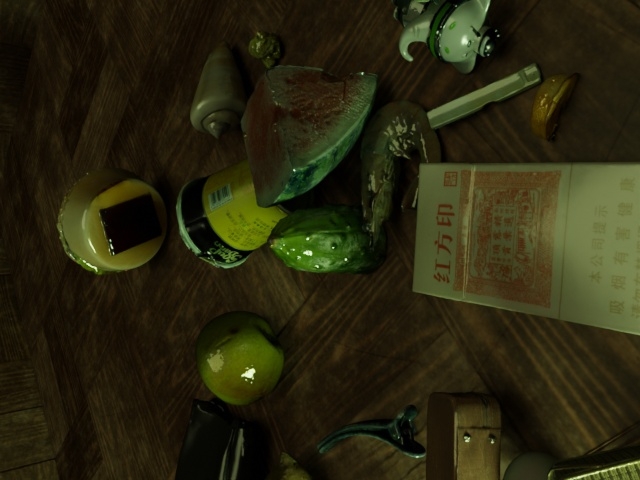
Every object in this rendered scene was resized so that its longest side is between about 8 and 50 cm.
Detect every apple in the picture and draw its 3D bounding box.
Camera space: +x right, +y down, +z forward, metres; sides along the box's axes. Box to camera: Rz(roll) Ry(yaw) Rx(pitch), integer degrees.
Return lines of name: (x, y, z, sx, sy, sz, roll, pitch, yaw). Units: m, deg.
apple: (-0.166, 0.241, 1.195, 0.157, 0.196, 0.196, -37, 60, 9)

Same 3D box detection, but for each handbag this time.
handbag: (-0.238, 0.518, 1.331, 0.285, 0.113, 0.257, 3, 87, 55)
handbag: (0.201, 0.316, 0.817, 0.151, 0.072, 0.193, 126, 145, -79)

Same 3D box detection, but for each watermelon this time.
watermelon: (-0.050, -0.188, 0.974, 0.201, 0.262, 0.213, 38, 145, -4)

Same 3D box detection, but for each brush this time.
brush: (0.243, -0.209, 0.849, 0.178, 0.030, 0.033, -19, 69, 36)

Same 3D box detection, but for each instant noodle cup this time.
instant noodle cup: (-0.146, -0.077, 1.165, 0.236, 0.215, 0.216, -26, 72, 38)

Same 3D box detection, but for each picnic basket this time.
picnic basket: (0.354, 0.296, 0.639, 0.164, 0.079, 0.115, -20, 74, 12)

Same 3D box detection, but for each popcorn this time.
popcorn: (-0.119, -0.410, 1.225, 0.060, 0.068, 0.083, -101, -1, -46)

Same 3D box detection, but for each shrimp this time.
shrimp: (0.134, -0.108, 0.946, 0.145, 0.059, 0.254, -5, 79, 30)

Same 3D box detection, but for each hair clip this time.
hair clip: (0.079, 0.352, 1.033, 0.275, 0.048, 0.083, -28, 71, 50)

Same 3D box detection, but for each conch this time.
conch: (-0.217, -0.340, 1.311, 0.158, 0.127, 0.255, 122, 160, -69)

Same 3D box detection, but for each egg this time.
egg: (0.292, 0.345, 0.741, 0.103, 0.103, 0.135, -24, 76, 46)

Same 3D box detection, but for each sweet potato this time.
sweet potato: (-0.072, 0.616, 1.145, 0.130, 0.130, 0.423, 25, 117, 45)

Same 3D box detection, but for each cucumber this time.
cucumber: (-0.003, 0.001, 0.967, 0.134, 0.244, 0.134, -1, 89, 41)

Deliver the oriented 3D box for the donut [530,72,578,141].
donut: (0.311, -0.181, 0.769, 0.038, 0.067, 0.083, 28, 143, 37)

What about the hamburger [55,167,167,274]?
hamburger: (-0.569, -0.053, 1.565, 0.170, 0.302, 0.302, 11, 99, 40)

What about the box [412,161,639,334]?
box: (0.288, -0.004, 0.767, 0.365, 0.051, 0.205, 7, 97, 45)

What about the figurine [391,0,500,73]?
figurine: (0.184, -0.325, 0.849, 0.192, 0.126, 0.147, 40, 154, 33)
